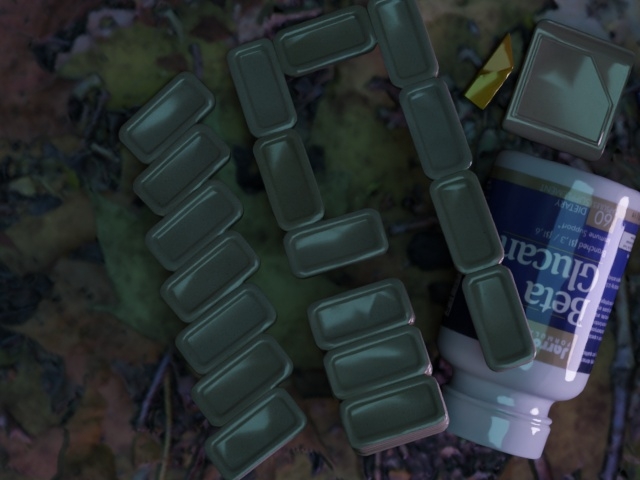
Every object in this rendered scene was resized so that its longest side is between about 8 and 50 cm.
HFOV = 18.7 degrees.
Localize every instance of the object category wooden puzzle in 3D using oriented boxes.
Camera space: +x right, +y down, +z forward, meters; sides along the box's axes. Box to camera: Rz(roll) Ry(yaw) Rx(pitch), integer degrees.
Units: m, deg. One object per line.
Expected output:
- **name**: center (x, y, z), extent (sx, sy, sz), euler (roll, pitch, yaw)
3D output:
- **wooden puzzle**: center (0.150, -0.092, 1.187), extent (0.116, 0.014, 0.078), euler (26, 94, -13)

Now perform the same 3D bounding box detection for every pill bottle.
- **pill bottle**: center (0.124, 0.039, 1.151), extent (0.094, 0.094, 0.169), euler (17, 92, -13)

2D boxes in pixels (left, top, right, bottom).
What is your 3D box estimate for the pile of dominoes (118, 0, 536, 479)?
- **pile of dominoes**: center (0.000, 0.000, 1.127), extent (0.196, 0.040, 0.251), euler (-18, 77, 1)
